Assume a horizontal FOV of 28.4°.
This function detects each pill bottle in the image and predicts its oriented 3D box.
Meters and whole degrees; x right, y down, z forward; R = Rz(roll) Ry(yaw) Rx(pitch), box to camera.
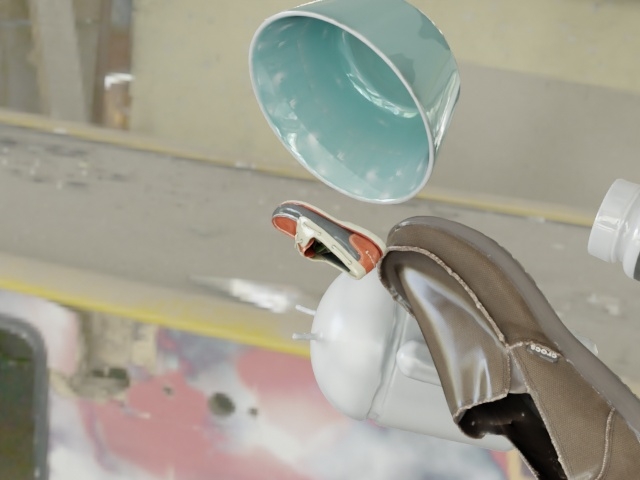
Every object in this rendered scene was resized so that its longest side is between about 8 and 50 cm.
[{"bbox_3d":[0.588,0.011,2.036,0.283,0.161,0.161,23,17,22],"label":"pill bottle"}]

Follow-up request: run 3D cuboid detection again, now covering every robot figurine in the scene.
[{"bbox_3d":[0.141,0.132,1.501,0.353,0.200,0.300,12,0,-3],"label":"robot figurine"}]

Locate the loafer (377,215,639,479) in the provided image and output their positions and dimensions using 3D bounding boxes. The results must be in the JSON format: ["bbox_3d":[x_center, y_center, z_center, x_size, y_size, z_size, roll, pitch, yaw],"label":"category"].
[{"bbox_3d":[0.171,0.118,1.225,0.130,0.134,0.366,-32,60,-25],"label":"loafer"}]

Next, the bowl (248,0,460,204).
[{"bbox_3d":[0.070,-0.219,1.747,0.311,0.311,0.163,17,48,38],"label":"bowl"}]

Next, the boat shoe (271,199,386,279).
[{"bbox_3d":[0.000,0.000,1.208,0.137,0.049,0.043,23,64,37],"label":"boat shoe"}]
